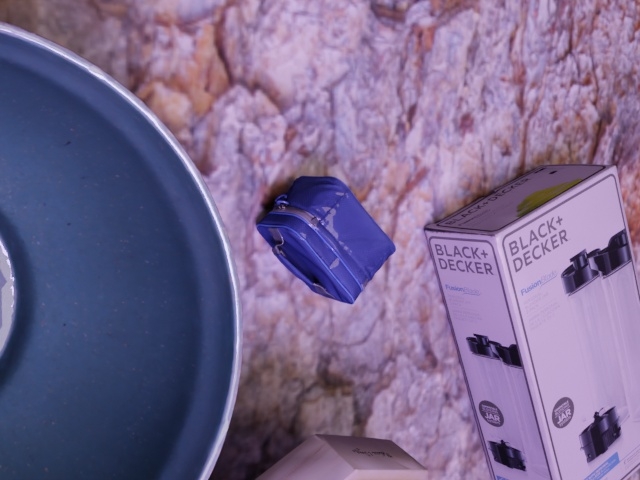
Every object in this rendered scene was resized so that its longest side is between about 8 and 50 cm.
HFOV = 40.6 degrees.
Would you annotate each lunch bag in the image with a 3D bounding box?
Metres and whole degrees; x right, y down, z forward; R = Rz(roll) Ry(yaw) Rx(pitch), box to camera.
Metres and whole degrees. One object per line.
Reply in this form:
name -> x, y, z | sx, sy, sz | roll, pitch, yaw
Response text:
lunch bag -> 0.000, 0.000, 0.656 | 0.098, 0.067, 0.065 | 48, 68, -26

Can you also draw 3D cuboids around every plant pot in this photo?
plant pot -> -0.213, 0.045, 0.438 | 0.293, 0.196, 0.293 | -3, 96, -33

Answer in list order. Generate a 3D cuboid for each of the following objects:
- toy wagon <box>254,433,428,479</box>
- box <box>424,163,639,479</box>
toy wagon -> -0.050, 0.287, 0.585 | 0.267, 0.068, 0.344 | 24, 97, -56
box -> 0.215, 0.092, 0.799 | 0.169, 0.087, 0.290 | -25, 108, -30
